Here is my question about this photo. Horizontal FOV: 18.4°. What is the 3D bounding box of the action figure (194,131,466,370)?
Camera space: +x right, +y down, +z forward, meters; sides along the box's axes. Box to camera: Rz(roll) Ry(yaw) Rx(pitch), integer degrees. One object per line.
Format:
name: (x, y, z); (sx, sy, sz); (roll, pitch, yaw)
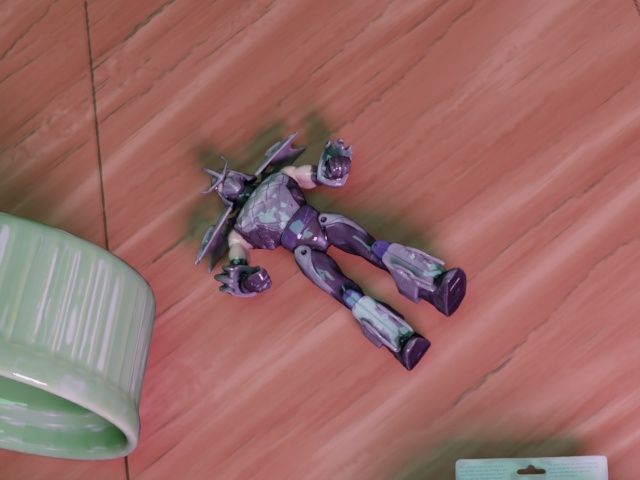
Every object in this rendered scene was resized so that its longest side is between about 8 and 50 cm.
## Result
action figure: (0.000, 0.000, 1.872); (0.285, 0.099, 0.185); (33, 88, 19)

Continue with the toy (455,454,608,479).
toy: (0.194, 0.317, 1.777); (0.137, 0.056, 0.237); (-2, 76, 6)

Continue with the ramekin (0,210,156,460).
ramekin: (-0.296, 0.084, 1.799); (0.303, 0.303, 0.148); (9, 70, 12)
